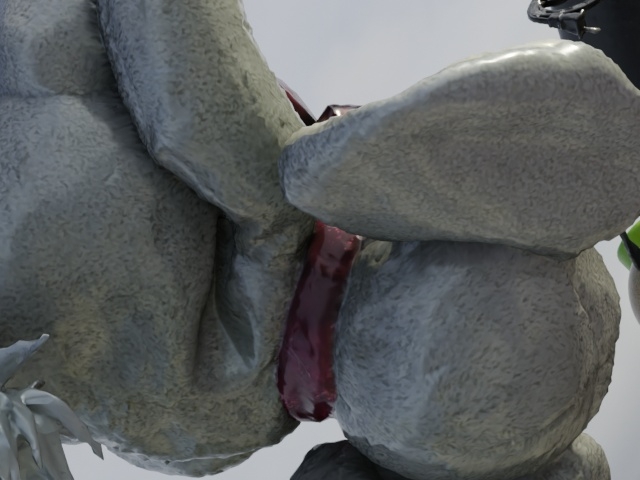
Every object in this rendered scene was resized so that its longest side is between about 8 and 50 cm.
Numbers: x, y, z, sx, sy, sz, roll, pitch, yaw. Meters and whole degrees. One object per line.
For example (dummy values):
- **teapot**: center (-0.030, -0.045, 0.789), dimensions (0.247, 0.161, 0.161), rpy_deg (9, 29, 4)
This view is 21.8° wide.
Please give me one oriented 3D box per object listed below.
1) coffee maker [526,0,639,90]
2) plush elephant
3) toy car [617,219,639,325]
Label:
- **coffee maker**: center (0.188, -0.101, 0.959), dimensions (0.171, 0.120, 0.178), rpy_deg (-36, -56, -22)
- **plush elephant**: center (0.000, 0.000, 0.627), dimensions (0.330, 0.255, 0.272), rpy_deg (-88, 8, -50)
- **toy car**: center (0.248, 0.017, 1.029), dimensions (0.149, 0.155, 0.188), rpy_deg (-53, -27, 21)
